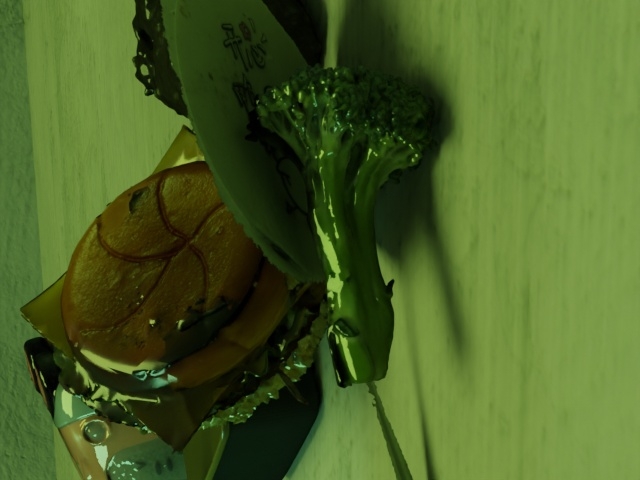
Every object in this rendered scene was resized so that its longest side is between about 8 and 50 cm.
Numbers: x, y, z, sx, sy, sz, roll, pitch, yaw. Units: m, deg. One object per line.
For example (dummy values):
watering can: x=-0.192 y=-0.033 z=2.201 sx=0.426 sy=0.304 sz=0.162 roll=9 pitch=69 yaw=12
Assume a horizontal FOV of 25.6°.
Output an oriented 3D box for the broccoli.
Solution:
broccoli: x=0.020 y=-0.011 z=0.873 sx=0.122 sy=0.118 sz=0.204 roll=-15 pitch=77 yaw=47

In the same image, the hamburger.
hamburger: x=-0.087 y=0.047 z=1.081 sx=0.262 sy=0.243 sz=0.138 roll=36 pitch=172 yaw=42

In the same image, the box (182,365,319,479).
box: x=-0.071 y=0.133 z=1.252 sx=0.201 sy=0.090 sz=0.144 roll=111 pitch=148 yaw=-57

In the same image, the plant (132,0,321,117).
plant: x=-0.085 y=-0.170 z=1.128 sx=0.203 sy=0.131 sz=0.142 roll=-127 pitch=32 yaw=-62

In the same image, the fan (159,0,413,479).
fan: x=0.001 y=0.000 z=0.942 sx=0.233 sy=0.012 sz=0.414 roll=-24 pitch=-88 yaw=-66

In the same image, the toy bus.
toy bus: x=-0.210 y=0.198 z=1.578 sx=0.288 sy=0.194 sz=0.232 roll=-165 pitch=62 yaw=-72
